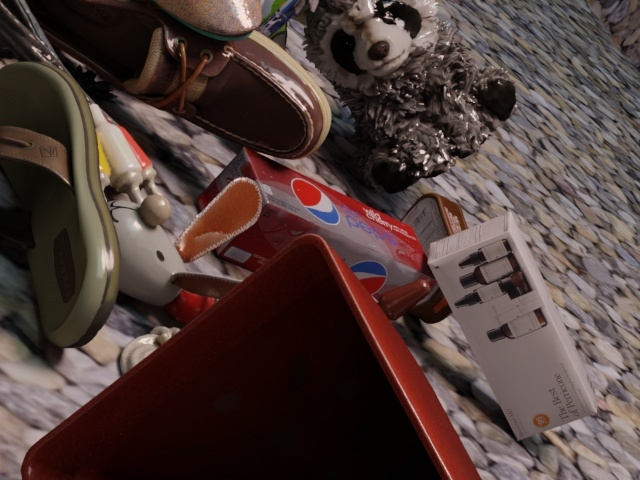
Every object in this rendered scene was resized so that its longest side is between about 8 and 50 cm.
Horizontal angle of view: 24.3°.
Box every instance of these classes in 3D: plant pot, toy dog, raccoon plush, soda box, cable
[{"bbox_3d":[0.003,0.208,0.993,0.236,0.267,0.267,38,19,-48],"label":"plant pot"},{"bbox_3d":[-0.034,0.046,1.321,0.334,0.161,0.220,20,31,-45],"label":"toy dog"},{"bbox_3d":[0.056,-0.238,1.921,0.299,0.216,0.446,55,-10,-15],"label":"raccoon plush"},{"bbox_3d":[0.000,0.000,1.569,0.263,0.083,0.092,25,29,-40],"label":"soda box"},{"bbox_3d":[-0.231,-0.147,1.386,0.287,0.072,0.139,65,23,6],"label":"cable"}]

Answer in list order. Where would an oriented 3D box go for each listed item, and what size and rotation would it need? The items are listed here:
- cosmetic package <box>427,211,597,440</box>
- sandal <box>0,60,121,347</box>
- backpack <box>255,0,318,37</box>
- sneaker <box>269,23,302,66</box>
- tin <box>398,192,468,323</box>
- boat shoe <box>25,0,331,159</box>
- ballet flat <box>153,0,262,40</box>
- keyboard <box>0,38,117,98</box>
[{"bbox_3d":[0.210,0.096,1.622,0.239,0.099,0.060,62,19,-18],"label":"cosmetic package"},{"bbox_3d":[-0.236,-0.045,1.212,0.086,0.120,0.303,10,38,-32],"label":"sandal"},{"bbox_3d":[-0.099,-0.371,1.673,0.273,0.355,0.290,16,27,-47],"label":"backpack"},{"bbox_3d":[-0.104,-0.212,1.783,0.121,0.111,0.300,17,28,-20],"label":"sneaker"},{"bbox_3d":[0.127,0.018,1.728,0.040,0.106,0.189,25,26,-22],"label":"tin"},{"bbox_3d":[-0.153,-0.174,1.487,0.342,0.123,0.123,34,31,0],"label":"boat shoe"},{"bbox_3d":[-0.159,-0.320,1.484,0.107,0.106,0.316,-21,51,-32],"label":"ballet flat"},{"bbox_3d":[-0.313,-0.196,1.462,0.201,0.033,0.317,45,23,7],"label":"keyboard"}]
